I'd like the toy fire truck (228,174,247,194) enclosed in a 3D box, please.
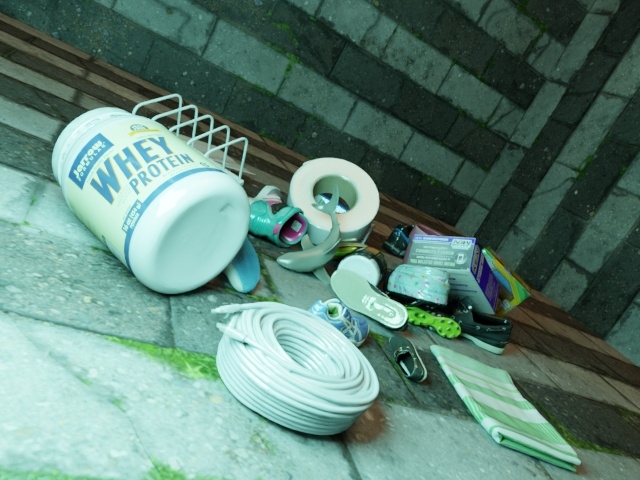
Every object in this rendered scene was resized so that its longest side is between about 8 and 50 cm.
[{"bbox_3d":[-0.259,-0.098,1.367,0.047,0.135,0.192,3,46,17],"label":"toy fire truck"}]

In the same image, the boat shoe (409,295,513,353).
[{"bbox_3d":[0.429,0.223,1.538,0.339,0.113,0.127,27,16,-8],"label":"boat shoe"}]

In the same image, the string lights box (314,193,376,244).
[{"bbox_3d":[0.040,-0.062,1.727,0.259,0.134,0.077,32,9,7],"label":"string lights box"}]

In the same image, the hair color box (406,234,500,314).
[{"bbox_3d":[0.410,0.107,1.560,0.185,0.110,0.339,4,-24,33],"label":"hair color box"}]

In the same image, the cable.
[{"bbox_3d":[-0.036,0.195,0.813,0.257,0.089,0.257,36,15,23],"label":"cable"}]

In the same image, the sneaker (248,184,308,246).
[{"bbox_3d":[-0.115,-0.071,1.480,0.178,0.124,0.295,25,22,5],"label":"sneaker"}]

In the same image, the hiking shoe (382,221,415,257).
[{"bbox_3d":[0.384,0.004,2.158,0.113,0.132,0.304,37,17,30],"label":"hiking shoe"}]

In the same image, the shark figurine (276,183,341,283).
[{"bbox_3d":[0.023,-0.006,1.359,0.166,0.116,0.278,37,53,-9],"label":"shark figurine"}]

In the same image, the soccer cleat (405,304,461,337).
[{"bbox_3d":[0.311,0.221,1.440,0.178,0.060,0.072,22,15,-16],"label":"soccer cleat"}]

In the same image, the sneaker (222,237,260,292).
[{"bbox_3d":[-0.207,0.021,1.095,0.087,0.092,0.229,10,43,-57],"label":"sneaker"}]

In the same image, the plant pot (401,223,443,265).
[{"bbox_3d":[0.383,0.067,1.849,0.201,0.180,0.201,27,15,-8],"label":"plant pot"}]

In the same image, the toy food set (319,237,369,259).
[{"bbox_3d":[0.088,0.039,1.566,0.132,0.039,0.192,-7,-16,25],"label":"toy food set"}]

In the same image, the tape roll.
[{"bbox_3d":[0.036,-0.121,1.620,0.285,0.100,0.287,5,59,-8],"label":"tape roll"}]

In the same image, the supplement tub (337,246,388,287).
[{"bbox_3d":[0.122,0.082,1.435,0.116,0.117,0.190,32,15,12],"label":"supplement tub"}]

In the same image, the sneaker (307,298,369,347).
[{"bbox_3d":[0.042,0.169,1.059,0.080,0.081,0.211,37,15,34],"label":"sneaker"}]

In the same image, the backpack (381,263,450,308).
[{"bbox_3d":[0.268,0.124,1.396,0.151,0.115,0.182,7,-2,-22],"label":"backpack"}]

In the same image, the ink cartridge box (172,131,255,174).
[{"bbox_3d":[-0.408,-0.280,1.751,0.261,0.066,0.296,38,17,33],"label":"ink cartridge box"}]

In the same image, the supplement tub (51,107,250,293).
[{"bbox_3d":[-0.311,-0.082,0.937,0.324,0.236,0.235,36,16,27],"label":"supplement tub"}]

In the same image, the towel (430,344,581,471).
[{"bbox_3d":[0.409,0.366,1.176,0.247,0.038,0.325,24,16,-17],"label":"towel"}]

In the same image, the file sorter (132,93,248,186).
[{"bbox_3d":[-0.365,-0.256,1.432,0.277,0.173,0.192,34,40,17],"label":"file sorter"}]

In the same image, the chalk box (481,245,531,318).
[{"bbox_3d":[0.603,0.137,1.898,0.289,0.179,0.180,49,20,13],"label":"chalk box"}]

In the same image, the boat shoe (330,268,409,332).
[{"bbox_3d":[0.120,0.154,1.299,0.233,0.084,0.079,33,-7,28],"label":"boat shoe"}]

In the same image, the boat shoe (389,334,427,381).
[{"bbox_3d":[0.182,0.249,1.117,0.042,0.049,0.133,30,17,-32],"label":"boat shoe"}]
